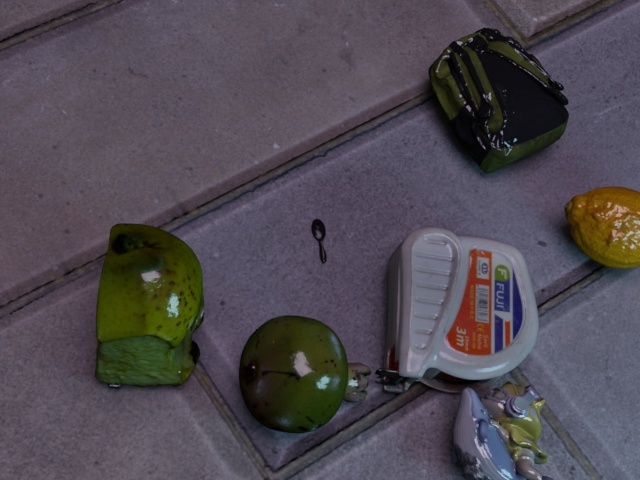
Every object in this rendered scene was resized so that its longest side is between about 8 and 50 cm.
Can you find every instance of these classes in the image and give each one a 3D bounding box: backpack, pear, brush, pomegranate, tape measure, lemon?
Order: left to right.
[{"bbox_3d":[-0.248,0.067,1.725,0.164,0.255,0.238,6,57,-7],"label":"pear"},{"bbox_3d":[-0.024,0.193,1.757,0.210,0.179,0.179,-23,68,-43],"label":"pomegranate"},{"bbox_3d":[0.000,0.000,1.944,0.024,0.008,0.083,-1,63,-15],"label":"brush"},{"bbox_3d":[0.214,0.120,1.861,0.265,0.130,0.258,10,64,-12],"label":"tape measure"},{"bbox_3d":[0.311,-0.259,2.066,0.207,0.140,0.253,-26,75,-25],"label":"backpack"},{"bbox_3d":[0.503,-0.024,1.982,0.187,0.142,0.142,20,61,-2],"label":"lemon"}]

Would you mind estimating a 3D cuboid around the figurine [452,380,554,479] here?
[{"bbox_3d":[0.287,0.310,1.780,0.184,0.128,0.208,-38,84,-28],"label":"figurine"}]
